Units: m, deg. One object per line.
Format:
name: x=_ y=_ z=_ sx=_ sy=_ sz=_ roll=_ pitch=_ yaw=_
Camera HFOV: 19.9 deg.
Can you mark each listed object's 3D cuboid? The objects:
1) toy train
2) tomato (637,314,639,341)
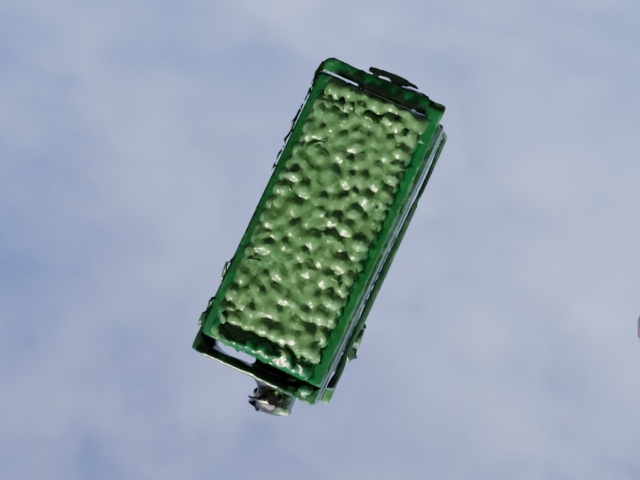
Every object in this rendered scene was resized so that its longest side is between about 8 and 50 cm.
toy train: x=0.000 y=0.000 z=1.341 sx=0.115 sy=0.154 sz=0.269 roll=25 pitch=-92 yaw=12
tomato: x=0.408 y=0.075 z=1.716 sx=0.199 sy=0.112 sz=0.228 roll=25 pitch=-159 yaw=14
